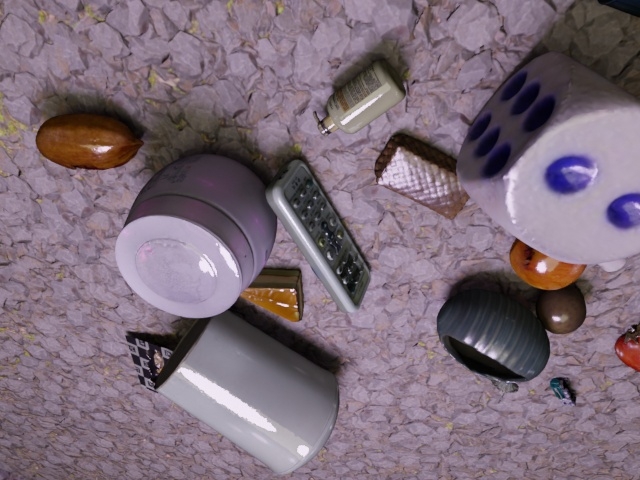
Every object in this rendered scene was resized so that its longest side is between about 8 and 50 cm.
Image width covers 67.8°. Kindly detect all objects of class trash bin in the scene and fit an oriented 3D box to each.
[{"bbox_3d":[-0.160,0.374,1.189,0.432,0.280,0.280,38,123,-14],"label":"trash bin"}]

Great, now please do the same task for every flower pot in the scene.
[{"bbox_3d":[0.372,0.204,1.028,0.243,0.157,0.189,34,151,1],"label":"flower pot"}]

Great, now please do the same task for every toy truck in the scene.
[{"bbox_3d":[0.619,0.387,1.214,0.044,0.039,0.083,-15,122,39],"label":"toy truck"}]

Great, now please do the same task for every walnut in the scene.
[{"bbox_3d":[-0.445,-0.190,0.924,0.207,0.115,0.115,-1,126,1],"label":"walnut"}]

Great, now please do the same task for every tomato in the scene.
[{"bbox_3d":[0.755,0.250,1.058,0.139,0.091,0.159,30,123,-14],"label":"tomato"}]

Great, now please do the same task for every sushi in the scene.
[{"bbox_3d":[-0.441,0.356,1.355,0.192,0.050,0.215,12,125,21],"label":"sushi"}]

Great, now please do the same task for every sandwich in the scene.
[{"bbox_3d":[-0.125,0.132,1.119,0.164,0.079,0.113,1,125,7],"label":"sandwich"}]

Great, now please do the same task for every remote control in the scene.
[{"bbox_3d":[0.000,0.000,0.975,0.066,0.128,0.335,-12,124,33],"label":"remote control"}]

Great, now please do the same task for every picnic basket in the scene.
[{"bbox_3d":[0.461,0.364,1.212,0.083,0.065,0.083,15,106,-7],"label":"picnic basket"},{"bbox_3d":[0.199,-0.116,0.902,0.194,0.054,0.110,26,126,-8],"label":"picnic basket"}]

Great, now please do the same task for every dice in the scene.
[{"bbox_3d":[0.385,-0.127,0.739,0.251,0.259,0.243,27,123,-9],"label":"dice"}]

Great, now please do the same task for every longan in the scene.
[{"bbox_3d":[0.520,0.142,1.019,0.119,0.106,0.106,-31,124,-16],"label":"longan"}]

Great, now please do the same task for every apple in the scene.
[{"bbox_3d":[0.434,0.023,0.915,0.147,0.146,0.146,4,127,6],"label":"apple"}]

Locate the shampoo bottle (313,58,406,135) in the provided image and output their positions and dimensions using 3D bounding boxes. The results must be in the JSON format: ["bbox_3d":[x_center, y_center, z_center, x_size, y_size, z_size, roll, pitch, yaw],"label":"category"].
[{"bbox_3d":[0.062,-0.234,0.821,0.162,0.079,0.079,-31,116,27],"label":"shampoo bottle"}]

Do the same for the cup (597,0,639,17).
[{"bbox_3d":[0.482,-0.367,0.633,0.138,0.113,0.150,18,129,-6],"label":"cup"}]

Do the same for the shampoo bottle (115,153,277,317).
[{"bbox_3d":[-0.227,-0.014,0.915,0.273,0.266,0.272,5,127,7],"label":"shampoo bottle"}]

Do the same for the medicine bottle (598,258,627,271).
[{"bbox_3d":[0.558,0.019,0.943,0.089,0.052,0.052,35,124,-16],"label":"medicine bottle"}]
